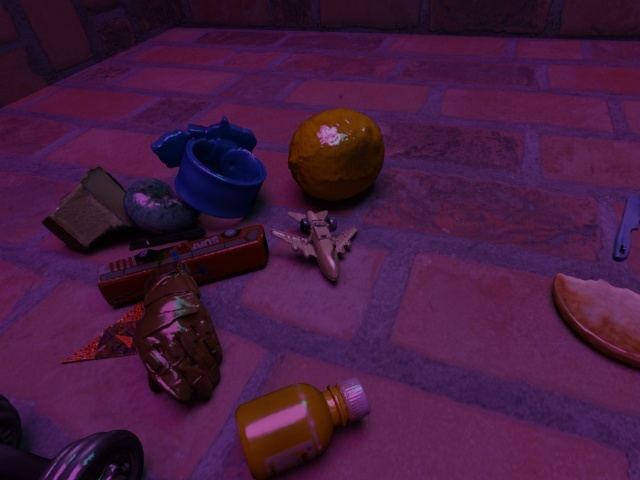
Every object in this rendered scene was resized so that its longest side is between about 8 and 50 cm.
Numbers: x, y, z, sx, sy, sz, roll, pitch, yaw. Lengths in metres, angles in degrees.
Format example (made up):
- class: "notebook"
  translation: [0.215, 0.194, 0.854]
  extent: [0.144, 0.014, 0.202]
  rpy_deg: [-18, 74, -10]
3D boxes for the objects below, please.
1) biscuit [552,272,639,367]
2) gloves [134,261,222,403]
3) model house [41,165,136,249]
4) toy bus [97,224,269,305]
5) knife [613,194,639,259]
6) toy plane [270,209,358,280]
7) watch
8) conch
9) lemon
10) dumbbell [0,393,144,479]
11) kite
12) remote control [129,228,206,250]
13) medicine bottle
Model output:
- class: "biscuit"
  translation: [0.639, 0.169, 0.811]
  extent: [0.309, 0.040, 0.204]
  rpy_deg: [11, 44, 19]
- class: "gloves"
  translation: [-0.302, 0.179, 0.835]
  extent: [0.154, 0.141, 0.331]
  rpy_deg: [-17, 43, -14]
- class: "model house"
  translation: [-0.659, -0.075, 1.168]
  extent: [0.189, 0.195, 0.214]
  rpy_deg: [-36, 30, 3]
- class: "toy bus"
  translation: [-0.331, 0.057, 1.008]
  extent: [0.409, 0.093, 0.092]
  rpy_deg: [-16, 38, -9]
- class: "knife"
  translation: [0.803, -0.043, 1.048]
  extent: [0.045, 0.019, 0.313]
  rpy_deg: [28, 51, 22]
- class: "toy plane"
  translation: [0.000, 0.000, 1.038]
  extent: [0.242, 0.104, 0.256]
  rpy_deg: [-3, 33, -20]
- class: "watch"
  translation: [-0.320, -0.207, 1.164]
  extent: [0.306, 0.241, 0.274]
  rpy_deg: [5, 41, -31]
- class: "conch"
  translation: [-0.467, -0.094, 1.171]
  extent: [0.196, 0.134, 0.202]
  rpy_deg: [21, 15, -40]
- class: "lemon"
  translation: [0.054, -0.254, 1.193]
  extent: [0.322, 0.268, 0.268]
  rpy_deg: [-20, 44, -15]
- class: "dumbbell"
  translation: [-0.463, 0.355, 0.631]
  extent: [0.407, 0.179, 0.179]
  rpy_deg: [7, 43, 14]
- class: "kite"
  translation: [-0.449, 0.223, 0.902]
  extent: [0.125, 0.008, 0.222]
  rpy_deg: [24, 50, 29]
- class: "remote control"
  translation: [-0.382, -0.005, 1.034]
  extent: [0.063, 0.025, 0.245]
  rpy_deg: [-9, 5, 17]
- class: "medicine bottle"
  translation: [-0.025, 0.301, 0.681]
  extent: [0.213, 0.121, 0.121]
  rpy_deg: [-17, 43, -13]
